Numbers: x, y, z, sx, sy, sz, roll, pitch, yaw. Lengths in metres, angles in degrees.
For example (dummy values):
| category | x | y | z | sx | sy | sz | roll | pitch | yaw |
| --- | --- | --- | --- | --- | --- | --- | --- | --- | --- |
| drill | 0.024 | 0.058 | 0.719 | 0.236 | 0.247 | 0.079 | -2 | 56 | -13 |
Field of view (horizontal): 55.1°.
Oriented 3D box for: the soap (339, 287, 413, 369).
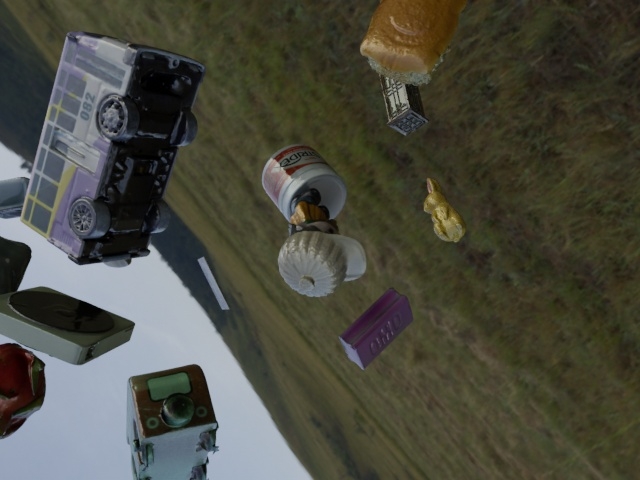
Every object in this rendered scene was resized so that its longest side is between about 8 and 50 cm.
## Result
| category | x | y | z | sx | sy | sz | roll | pitch | yaw |
| --- | --- | --- | --- | --- | --- | --- | --- | --- | --- |
| soap | 0.150 | 0.231 | 1.616 | 0.065 | 0.203 | 0.122 | 34 | 158 | 39 |

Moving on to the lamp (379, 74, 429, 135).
| category | x | y | z | sx | sy | sz | roll | pitch | yaw |
| --- | --- | --- | --- | --- | --- | --- | --- | --- | --- |
| lamp | 0.220 | -0.456 | 1.733 | 0.089 | 0.090 | 0.325 | 21 | -128 | -41 |

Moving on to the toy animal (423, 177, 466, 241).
| category | x | y | z | sx | sy | sz | roll | pitch | yaw |
| --- | --- | --- | --- | --- | --- | --- | --- | --- | --- |
| toy animal | 0.279 | -0.074 | 1.429 | 0.083 | 0.070 | 0.159 | 35 | -152 | -59 |

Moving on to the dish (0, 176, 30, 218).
| category | x | y | z | sx | sy | sz | roll | pitch | yaw |
| --- | --- | --- | --- | --- | --- | --- | --- | --- | --- |
| dish | -0.915 | -0.115 | 1.835 | 0.182 | 0.243 | 0.080 | 29 | -123 | -68 |

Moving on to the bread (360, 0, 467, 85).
| category | x | y | z | sx | sy | sz | roll | pitch | yaw |
| --- | --- | --- | --- | --- | --- | --- | --- | --- | --- |
| bread | 0.193 | -0.440 | 1.247 | 0.174 | 0.245 | 0.121 | 25 | 174 | 7 |

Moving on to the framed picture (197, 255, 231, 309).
| category | x | y | z | sx | sy | sz | roll | pitch | yaw |
| --- | --- | --- | --- | --- | --- | --- | --- | --- | --- |
| framed picture | -0.373 | 0.151 | 2.145 | 0.200 | 0.010 | 0.136 | 64 | 160 | -3 |

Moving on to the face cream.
| category | x | y | z | sx | sy | sz | roll | pitch | yaw |
| --- | --- | --- | --- | --- | --- | --- | --- | --- | --- |
| face cream | -0.050 | -0.161 | 1.819 | 0.187 | 0.201 | 0.201 | 52 | 180 | 42 |

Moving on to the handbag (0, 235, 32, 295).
| category | x | y | z | sx | sy | sz | roll | pitch | yaw |
| --- | --- | --- | --- | --- | --- | --- | --- | --- | --- |
| handbag | -0.918 | 0.086 | 1.682 | 0.192 | 0.075 | 0.332 | 30 | -153 | -28 |

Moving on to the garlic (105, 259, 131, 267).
| category | x | y | z | sx | sy | sz | roll | pitch | yaw |
| --- | --- | --- | --- | --- | --- | --- | --- | --- | --- |
| garlic | -0.601 | 0.000 | 1.797 | 0.198 | 0.091 | 0.128 | 86 | -169 | -51 |

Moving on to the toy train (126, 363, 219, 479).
| category | x | y | z | sx | sy | sz | roll | pitch | yaw |
| --- | --- | --- | --- | --- | --- | --- | --- | --- | --- |
| toy train | -0.248 | 0.312 | 1.004 | 0.326 | 0.129 | 0.159 | 111 | 142 | -49 |

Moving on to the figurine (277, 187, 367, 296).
| category | x | y | z | sx | sy | sz | roll | pitch | yaw |
| --- | --- | --- | --- | --- | --- | --- | --- | --- | --- |
| figurine | -0.027 | 0.010 | 1.577 | 0.185 | 0.205 | 0.332 | 59 | 177 | -33 |

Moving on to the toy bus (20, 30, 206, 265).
| category | x | y | z | sx | sy | sz | roll | pitch | yaw |
| --- | --- | --- | --- | --- | --- | --- | --- | --- | --- |
| toy bus | -0.427 | -0.197 | 1.251 | 0.249 | 0.439 | 0.209 | 29 | -163 | 23 |

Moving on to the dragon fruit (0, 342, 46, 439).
| category | x | y | z | sx | sy | sz | roll | pitch | yaw |
| --- | --- | --- | --- | --- | --- | --- | --- | --- | --- |
| dragon fruit | -0.705 | 0.335 | 1.313 | 0.269 | 0.200 | 0.198 | -60 | -40 | -50 |

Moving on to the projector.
| category | x | y | z | sx | sy | sz | roll | pitch | yaw |
| --- | --- | --- | --- | --- | --- | --- | --- | --- | --- |
| projector | -0.585 | 0.189 | 1.367 | 0.259 | 0.079 | 0.257 | 22 | -175 | 5 |
